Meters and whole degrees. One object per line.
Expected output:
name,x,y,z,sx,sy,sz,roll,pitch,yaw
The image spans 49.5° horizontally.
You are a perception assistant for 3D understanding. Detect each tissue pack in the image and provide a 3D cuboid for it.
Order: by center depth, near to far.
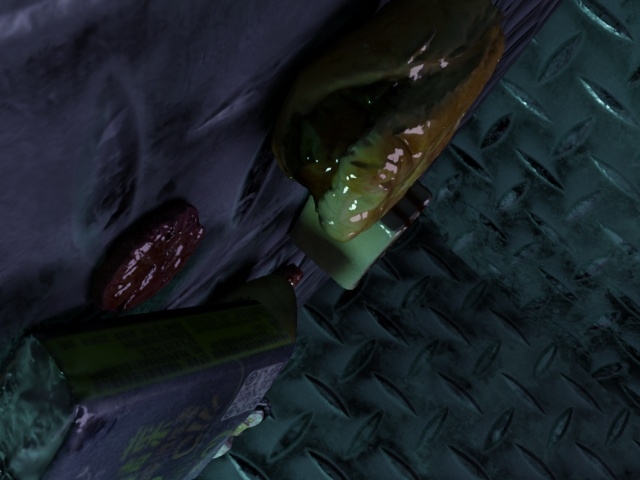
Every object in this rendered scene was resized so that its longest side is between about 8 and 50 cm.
tissue pack,-0.227,0.217,0.834,0.288,0.124,0.394,-54,159,18

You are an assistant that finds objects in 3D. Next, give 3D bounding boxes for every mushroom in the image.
mushroom,-0.179,0.173,1.358,0.292,0.212,0.217,115,-25,-47

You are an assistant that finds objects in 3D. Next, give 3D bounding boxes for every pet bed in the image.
pet bed,-0.128,0.138,1.750,0.201,0.053,0.201,-41,173,-6

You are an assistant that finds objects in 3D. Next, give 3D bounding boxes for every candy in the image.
candy,0.065,-0.041,1.318,0.135,0.179,0.321,-44,175,-25

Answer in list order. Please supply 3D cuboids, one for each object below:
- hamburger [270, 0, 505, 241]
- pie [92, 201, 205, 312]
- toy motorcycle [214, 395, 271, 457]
hamburger,0.044,-0.125,0.760,0.209,0.162,0.330,-38,172,-41
pie,-0.180,0.020,0.729,0.154,0.036,0.154,-46,173,-8
toy motorcycle,-0.269,0.350,1.289,0.340,0.108,0.223,13,129,-38
